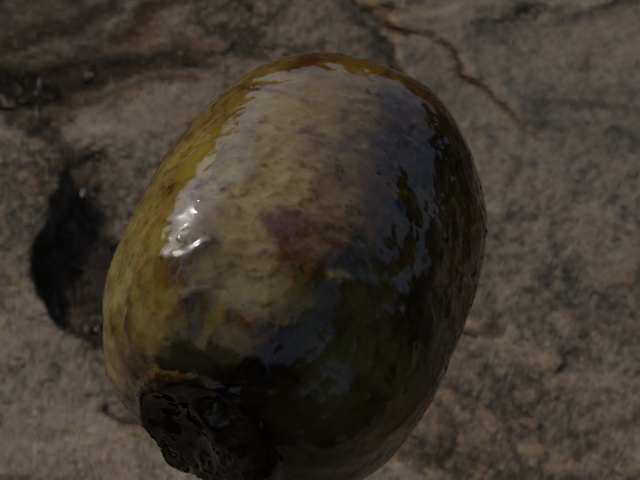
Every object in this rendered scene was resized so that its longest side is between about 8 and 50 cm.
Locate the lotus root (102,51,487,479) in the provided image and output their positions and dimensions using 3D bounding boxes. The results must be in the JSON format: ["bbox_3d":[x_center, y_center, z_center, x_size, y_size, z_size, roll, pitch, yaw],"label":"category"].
[{"bbox_3d":[0.000,0.000,0.514,0.145,0.128,0.260,48,37,-13],"label":"lotus root"}]
